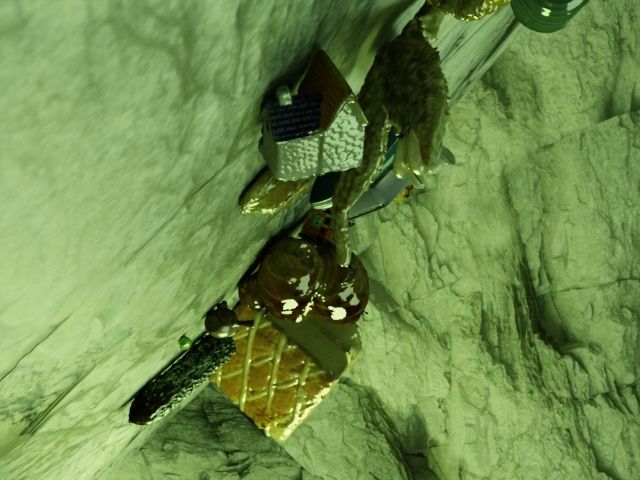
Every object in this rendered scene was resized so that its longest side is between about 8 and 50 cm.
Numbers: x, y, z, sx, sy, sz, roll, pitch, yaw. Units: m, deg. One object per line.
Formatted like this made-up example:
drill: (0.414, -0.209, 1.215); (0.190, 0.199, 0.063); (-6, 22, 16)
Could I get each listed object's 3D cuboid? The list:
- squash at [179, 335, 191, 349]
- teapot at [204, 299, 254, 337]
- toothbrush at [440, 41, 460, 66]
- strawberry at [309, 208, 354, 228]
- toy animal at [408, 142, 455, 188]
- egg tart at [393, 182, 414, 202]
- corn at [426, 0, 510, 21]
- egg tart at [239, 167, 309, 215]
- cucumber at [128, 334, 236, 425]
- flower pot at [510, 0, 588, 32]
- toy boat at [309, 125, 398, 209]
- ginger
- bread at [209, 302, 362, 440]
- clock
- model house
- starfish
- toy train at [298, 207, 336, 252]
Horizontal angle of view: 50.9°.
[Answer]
squash: (-0.295, 0.225, 1.470); (0.027, 0.027, 0.089); (-46, 178, -18)
teapot: (-0.203, 0.176, 1.504); (0.080, 0.110, 0.085); (13, 76, -70)
toothbrush: (0.251, -0.376, 1.495); (0.162, 0.014, 0.017); (-49, -165, 11)
strawberry: (0.013, -0.029, 1.791); (0.145, 0.086, 0.145); (-43, -179, 1)
toy animal: (0.217, -0.213, 1.532); (0.127, 0.178, 0.193); (-45, 174, 2)
egg tart: (0.275, -0.259, 2.227); (0.297, 0.132, 0.297); (-56, 167, -19)
corn: (0.202, -0.330, 0.752); (0.305, 0.106, 0.106); (-47, 177, -42)
egg tart: (-0.056, -0.071, 0.919); (0.129, 0.049, 0.129); (-46, 177, -3)
cucumber: (-0.339, 0.332, 1.641); (0.096, 0.096, 0.359); (-50, 173, 33)
flower pot: (0.535, -0.574, 1.541); (0.189, 0.157, 0.243); (-50, 178, 9)
toy boat: (0.072, -0.153, 1.200); (0.299, 0.096, 0.062); (-47, 166, 28)
ginger: (-0.026, 0.120, 1.574); (0.357, 0.152, 0.274); (15, 135, -35)
bread: (-0.113, 0.330, 1.999); (0.279, 0.371, 0.390); (-35, 164, -54)
clock: (0.121, -0.126, 1.690); (0.193, 0.073, 0.144); (-19, -159, 52)
model house: (-0.013, -0.127, 0.673); (0.101, 0.087, 0.100); (-15, 141, -13)
starfish: (0.077, -0.146, 0.822); (0.324, 0.082, 0.432); (122, -14, -48)
toy train: (0.000, 0.000, 1.651); (0.188, 0.099, 0.072); (93, 16, -61)
